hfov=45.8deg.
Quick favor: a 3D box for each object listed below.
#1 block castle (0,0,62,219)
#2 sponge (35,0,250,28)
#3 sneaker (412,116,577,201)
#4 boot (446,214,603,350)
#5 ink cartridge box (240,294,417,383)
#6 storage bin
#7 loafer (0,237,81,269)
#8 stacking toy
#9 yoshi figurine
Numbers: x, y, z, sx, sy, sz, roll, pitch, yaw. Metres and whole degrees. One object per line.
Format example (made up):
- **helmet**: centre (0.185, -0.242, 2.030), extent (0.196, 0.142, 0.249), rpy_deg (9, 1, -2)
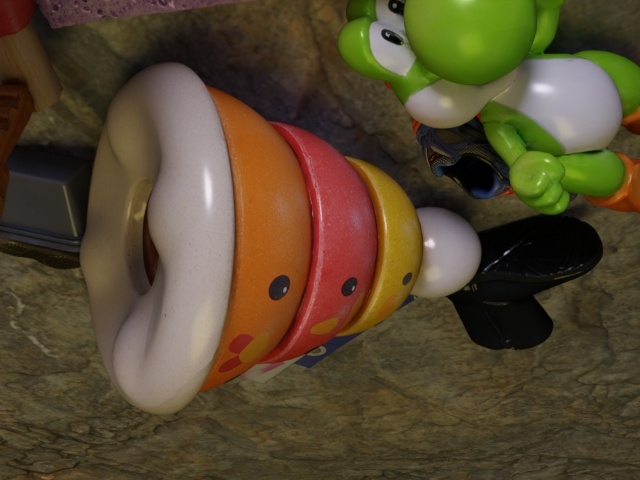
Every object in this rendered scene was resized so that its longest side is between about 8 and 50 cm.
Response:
- **block castle**: centre (-0.472, -0.128, 0.615), extent (0.454, 0.303, 0.212), rpy_deg (4, 146, 6)
- **sponge**: centre (-0.166, -0.254, 0.667), extent (0.210, 0.031, 0.117), rpy_deg (-4, 145, 10)
- **sneaker**: centre (0.199, -0.077, 0.857), extent (0.221, 0.087, 0.083), rpy_deg (17, 144, -20)
- **boot**: centre (0.289, 0.069, 1.055), extent (0.247, 0.094, 0.207), rpy_deg (-12, 140, 31)
- **ink cartridge box**: centre (-0.072, 0.129, 1.192), extent (0.330, 0.071, 0.324), rpy_deg (22, 141, -24)
- **storage bin**: centre (-0.326, -0.059, 0.911), extent (0.135, 0.098, 0.091), rpy_deg (12, 130, 12)
- **loafer**: centre (-0.374, 0.003, 1.042), extent (0.056, 0.050, 0.148), rpy_deg (-14, 158, 27)
- **stacking toy**: centre (0.000, 0.000, 0.863), extent (0.480, 0.350, 0.350), rpy_deg (1, 150, -31)
- **yoshi figurine**: centre (0.199, -0.146, 0.685), extent (0.362, 0.203, 0.203), rpy_deg (17, 127, -17)
